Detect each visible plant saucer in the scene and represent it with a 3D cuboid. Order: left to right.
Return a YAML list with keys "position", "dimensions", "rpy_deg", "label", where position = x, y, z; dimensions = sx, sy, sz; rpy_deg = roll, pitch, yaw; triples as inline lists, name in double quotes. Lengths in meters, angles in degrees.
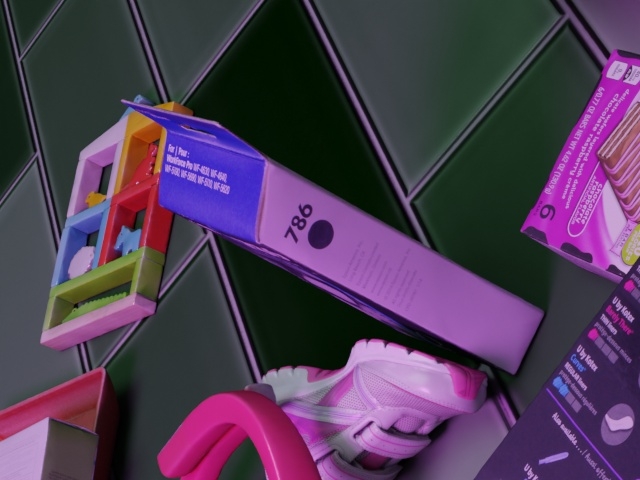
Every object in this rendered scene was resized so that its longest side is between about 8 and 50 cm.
- position: [-0.297, 0.284, 1.829]
  dimensions: [0.259, 0.048, 0.258]
  rpy_deg: [-24, 49, 44]
  label: "plant saucer"

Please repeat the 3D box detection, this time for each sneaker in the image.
- position: [0.041, 0.151, 1.406]
  dimensions: [0.252, 0.103, 0.111]
  rpy_deg: [-24, 53, 53]
  label: "sneaker"

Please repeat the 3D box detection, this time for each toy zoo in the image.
- position: [-0.223, -0.035, 1.962]
  dimensions: [0.192, 0.030, 0.293]
  rpy_deg: [-21, 52, 47]
  label: "toy zoo"

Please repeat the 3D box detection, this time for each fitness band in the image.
- position: [-0.065, 0.239, 1.434]
  dimensions: [0.291, 0.054, 0.209]
  rpy_deg: [-51, 49, 54]
  label: "fitness band"

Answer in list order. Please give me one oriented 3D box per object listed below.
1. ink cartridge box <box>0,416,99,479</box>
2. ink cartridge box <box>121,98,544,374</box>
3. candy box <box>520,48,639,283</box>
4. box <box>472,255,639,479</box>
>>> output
- position: [-0.280, 0.287, 1.701]
  dimensions: [0.109, 0.062, 0.209]
  rpy_deg: [-28, 47, 43]
  label: "ink cartridge box"
- position: [0.000, 0.000, 1.339]
  dimensions: [0.165, 0.333, 0.065]
  rpy_deg: [19, 81, 59]
  label: "ink cartridge box"
- position: [0.261, -0.034, 1.236]
  dimensions: [0.233, 0.071, 0.159]
  rpy_deg: [27, 90, 57]
  label: "candy box"
- position: [0.235, 0.128, 1.070]
  dimensions: [0.270, 0.165, 0.143]
  rpy_deg: [-56, 32, 13]
  label: "box"
